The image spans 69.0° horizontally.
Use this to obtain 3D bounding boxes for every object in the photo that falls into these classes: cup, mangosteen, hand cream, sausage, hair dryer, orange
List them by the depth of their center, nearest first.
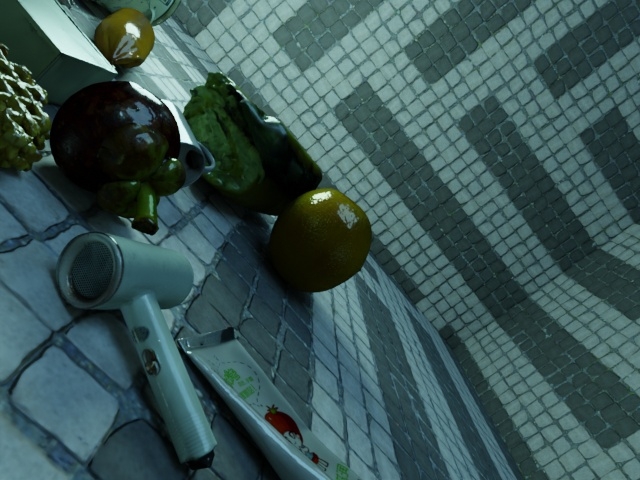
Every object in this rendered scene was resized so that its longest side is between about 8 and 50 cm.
[{"bbox_3d":[-0.149,0.103,0.454,0.236,0.073,0.131,58,10,18],"label":"hair dryer"},{"bbox_3d":[-0.034,0.235,0.545,0.336,0.076,0.121,47,7,13],"label":"hand cream"},{"bbox_3d":[-0.226,-0.104,0.567,0.181,0.145,0.156,39,-12,10],"label":"mangosteen"},{"bbox_3d":[-0.258,-0.156,0.809,0.133,0.099,0.136,57,-1,32],"label":"cup"},{"bbox_3d":[0.000,0.000,1.020,0.236,0.236,0.236,50,10,-12],"label":"orange"},{"bbox_3d":[-0.433,-0.445,1.034,0.112,0.112,0.328,46,14,-32],"label":"sausage"}]

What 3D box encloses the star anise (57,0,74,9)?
[{"bbox_3d":[-0.529,-0.503,0.921,0.129,0.056,0.124,53,9,10],"label":"star anise"}]

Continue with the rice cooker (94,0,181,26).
[{"bbox_3d":[-0.505,-0.711,1.207,0.317,0.264,0.316,-15,90,-77],"label":"rice cooker"}]

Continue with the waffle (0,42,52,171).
[{"bbox_3d":[-0.349,-0.152,0.443,0.197,0.070,0.193,57,10,28],"label":"waffle"}]

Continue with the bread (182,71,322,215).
[{"bbox_3d":[-0.150,-0.184,1.051,0.251,0.208,0.376,47,8,15],"label":"bread"}]

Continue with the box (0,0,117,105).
[{"bbox_3d":[-0.414,-0.302,0.641,0.225,0.086,0.129,51,11,-1],"label":"box"}]
